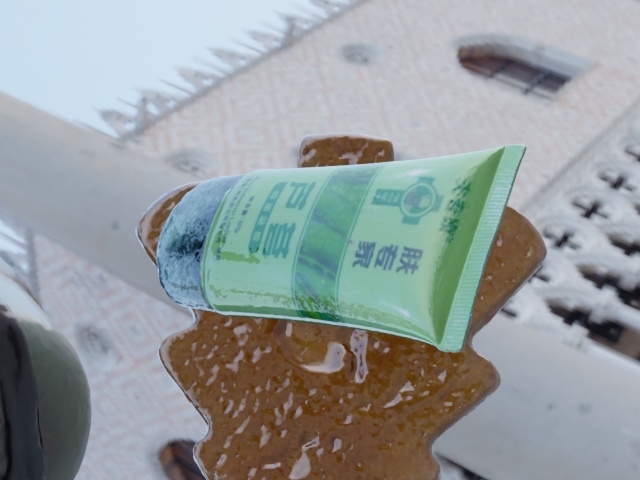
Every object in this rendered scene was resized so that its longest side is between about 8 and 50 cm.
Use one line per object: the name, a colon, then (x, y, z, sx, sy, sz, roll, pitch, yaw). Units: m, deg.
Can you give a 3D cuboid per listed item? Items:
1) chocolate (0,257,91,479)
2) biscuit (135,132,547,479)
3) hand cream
chocolate: (-0.300, 0.149, 0.949, 0.283, 0.186, 0.283, -26, -47, -31)
biscuit: (0.002, 0.077, 0.832, 0.043, 0.284, 0.306, 67, -151, -78)
hand cream: (0.000, 0.000, 0.537, 0.046, 0.175, 0.095, 43, -122, -40)
